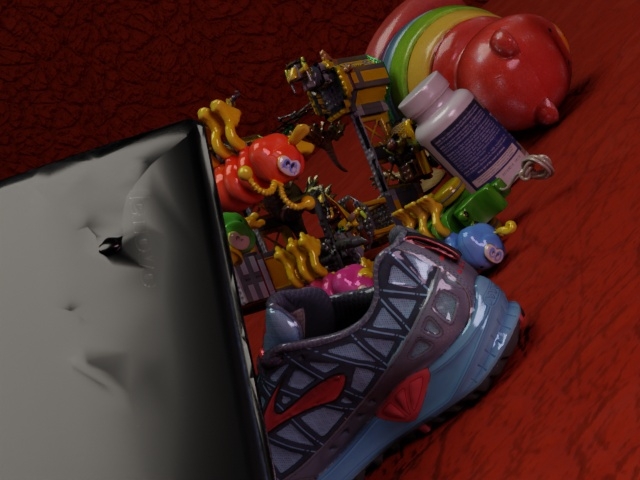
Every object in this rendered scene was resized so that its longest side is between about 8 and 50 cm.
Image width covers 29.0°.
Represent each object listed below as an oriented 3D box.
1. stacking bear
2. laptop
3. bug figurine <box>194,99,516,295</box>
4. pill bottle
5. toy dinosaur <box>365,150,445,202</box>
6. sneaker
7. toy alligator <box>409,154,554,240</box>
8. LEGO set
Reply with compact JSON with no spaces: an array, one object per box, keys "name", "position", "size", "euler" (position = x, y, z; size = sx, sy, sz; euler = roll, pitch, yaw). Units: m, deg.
[{"name":"stacking bear","position":[0.161,-0.173,1.290],"size":[0.164,0.175,0.289],"euler":[-32,14,-12]},{"name":"laptop","position":[-0.208,0.190,0.747],"size":[0.408,0.236,0.382],"euler":[119,147,-46]},{"name":"bug figurine","position":[0.000,0.000,0.941],"size":[0.216,0.279,0.072],"euler":[-32,47,46]},{"name":"pill bottle","position":[0.130,-0.096,1.139],"size":[0.067,0.120,0.067],"euler":[-44,8,7]},{"name":"toy dinosaur","position":[0.108,-0.068,1.457],"size":[0.093,0.053,0.183],"euler":[-23,25,29]},{"name":"sneaker","position":[0.001,0.086,0.803],"size":[0.262,0.125,0.104],"euler":[-42,7,22]},{"name":"toy alligator","position":[0.119,-0.019,1.017],"size":[0.051,0.056,0.190],"euler":[-49,8,-32]},{"name":"LEGO set","position":[-0.051,-0.045,1.315],"size":[0.192,0.255,0.331],"euler":[-15,-2,-40]}]
